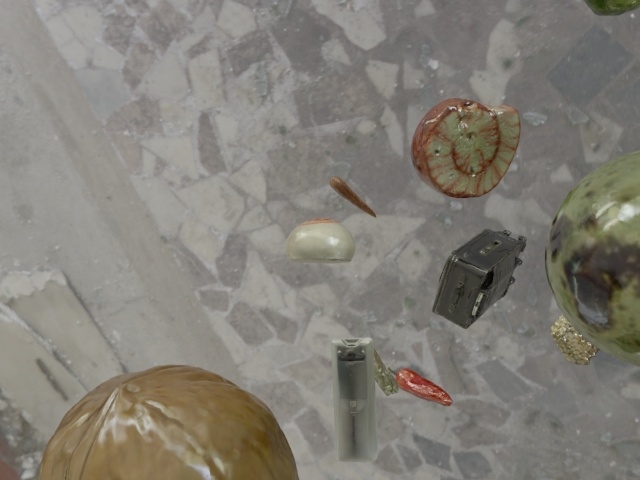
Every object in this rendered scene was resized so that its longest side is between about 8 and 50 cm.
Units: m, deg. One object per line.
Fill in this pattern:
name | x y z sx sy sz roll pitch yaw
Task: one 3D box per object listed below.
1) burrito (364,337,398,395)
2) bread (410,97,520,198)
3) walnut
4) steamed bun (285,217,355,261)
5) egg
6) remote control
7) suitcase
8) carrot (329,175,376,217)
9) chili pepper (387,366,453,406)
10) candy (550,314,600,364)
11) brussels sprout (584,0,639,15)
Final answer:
burrito | 0.156 0.349 1.507 0.042 0.051 0.171 -29 90 37
bread | 0.433 -0.275 1.663 0.114 0.328 0.295 -134 49 -58
walnut | -0.192 0.352 0.753 0.354 0.308 0.398 -2 116 20
steamed bun | 0.000 0.000 1.812 0.232 0.232 0.145 -1 84 28
egg | 0.541 0.030 0.864 0.345 0.428 0.345 -5 79 28
remote control | 0.084 0.407 1.397 0.109 0.055 0.313 -3 90 10
suitcase | 0.573 0.122 1.988 0.194 0.434 0.283 27 122 28
carrot | 0.117 -0.148 1.940 0.216 0.048 0.048 40 126 -11
chili pepper | 0.284 0.419 1.578 0.272 0.071 0.063 16 111 53
candy | 0.580 0.221 1.241 0.095 0.085 0.110 -41 91 -10
brussels sprout | 0.764 -0.666 1.441 0.161 0.180 0.144 -6 115 3
